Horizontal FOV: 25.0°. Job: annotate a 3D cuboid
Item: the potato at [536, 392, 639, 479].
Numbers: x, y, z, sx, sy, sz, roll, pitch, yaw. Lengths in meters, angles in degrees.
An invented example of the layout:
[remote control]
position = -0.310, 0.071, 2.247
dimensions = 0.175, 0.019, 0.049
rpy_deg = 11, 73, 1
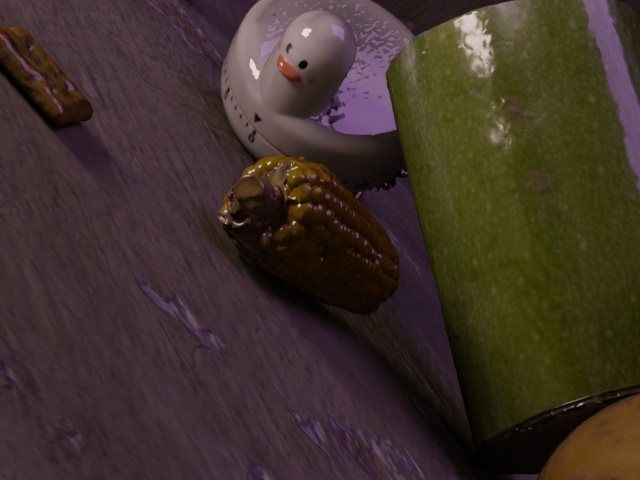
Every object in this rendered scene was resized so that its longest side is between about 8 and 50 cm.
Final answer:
[potato]
position = 0.264, 0.228, 1.115
dimensions = 0.237, 0.301, 0.288
rpy_deg = -4, -49, 49

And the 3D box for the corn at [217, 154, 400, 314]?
[corn]
position = 0.000, 0.000, 1.176
dimensions = 0.097, 0.097, 0.262
rpy_deg = 54, 9, 30

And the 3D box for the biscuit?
[biscuit]
position = -0.190, -0.111, 0.970
dimensions = 0.083, 0.018, 0.081
rpy_deg = 49, 8, -1

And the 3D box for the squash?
[squash]
position = 0.224, -0.002, 1.330
dimensions = 0.263, 0.263, 0.384
rpy_deg = 31, 44, -63

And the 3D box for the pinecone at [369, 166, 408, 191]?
[pinecone]
position = 0.075, -0.130, 1.949
dimensions = 0.120, 0.140, 0.140
rpy_deg = 56, 7, -14

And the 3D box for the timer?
[timer]
position = 0.015, -0.170, 1.503
dimensions = 0.234, 0.240, 0.233
rpy_deg = 13, 53, -18
